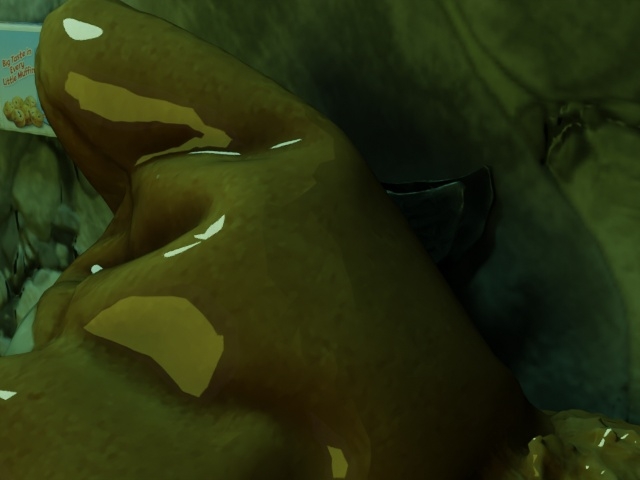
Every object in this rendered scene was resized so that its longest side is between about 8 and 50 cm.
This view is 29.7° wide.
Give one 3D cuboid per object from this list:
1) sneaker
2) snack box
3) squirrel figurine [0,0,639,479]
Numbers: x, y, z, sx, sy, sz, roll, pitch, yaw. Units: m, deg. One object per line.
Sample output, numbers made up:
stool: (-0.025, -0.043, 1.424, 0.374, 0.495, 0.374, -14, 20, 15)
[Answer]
sneaker: (-0.002, 0.001, 0.563, 0.170, 0.051, 0.089, 12, 110, 35)
snack box: (-0.162, -0.094, 0.706, 0.178, 0.022, 0.064, 11, 107, 41)
squirrel figurine: (-0.064, 0.164, 0.410, 0.397, 0.370, 0.281, 29, 134, 18)
